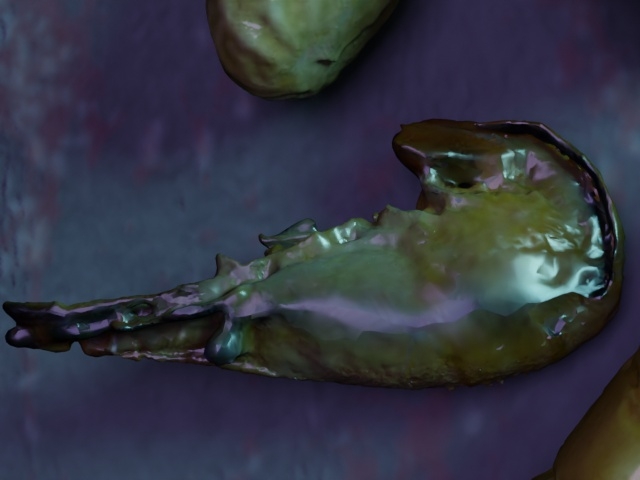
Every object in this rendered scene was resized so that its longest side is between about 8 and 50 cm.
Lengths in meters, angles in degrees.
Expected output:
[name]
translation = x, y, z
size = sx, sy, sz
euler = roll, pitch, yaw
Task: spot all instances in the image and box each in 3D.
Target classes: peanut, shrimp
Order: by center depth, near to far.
[shrimp]
translation = -0.002, 0.009, 0.603
size = 0.262, 0.066, 0.117
euler = 1, 65, 5
[peanut]
translation = 0.003, -0.155, 0.619
size = 0.089, 0.089, 0.193
euler = 7, 83, 20

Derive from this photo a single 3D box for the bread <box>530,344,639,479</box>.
[bread]
translation = 0.187, 0.059, 0.496
size = 0.152, 0.119, 0.288
euler = 37, 95, 18
